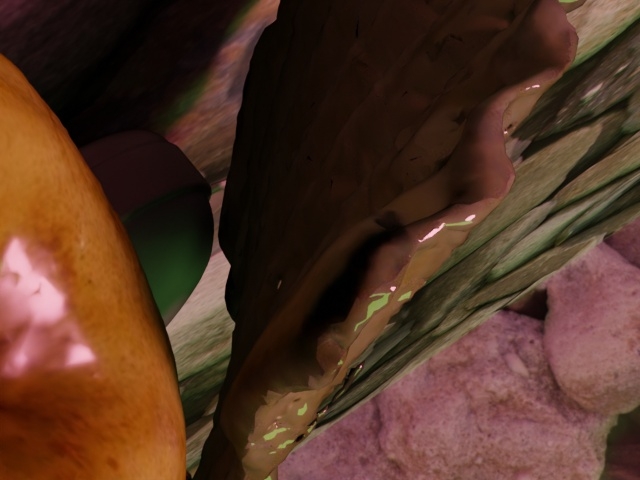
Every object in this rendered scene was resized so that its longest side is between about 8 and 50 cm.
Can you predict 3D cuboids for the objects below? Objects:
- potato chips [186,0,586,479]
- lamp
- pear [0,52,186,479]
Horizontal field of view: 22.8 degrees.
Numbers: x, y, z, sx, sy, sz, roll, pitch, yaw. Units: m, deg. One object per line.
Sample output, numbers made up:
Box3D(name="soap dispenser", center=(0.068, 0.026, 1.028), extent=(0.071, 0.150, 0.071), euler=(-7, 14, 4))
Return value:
Box3D(name="potato chips", center=(0.002, -0.004, 0.706), extent=(0.389, 0.097, 0.373), euler=(120, -17, -48))
Box3D(name="lamp", center=(-0.145, 0.021, 0.886), extent=(0.179, 0.108, 0.246), euler=(-45, 165, 17))
Box3D(name="pear", center=(-0.201, 0.072, 0.541), extent=(0.304, 0.304, 0.304), euler=(-34, 167, -9))
